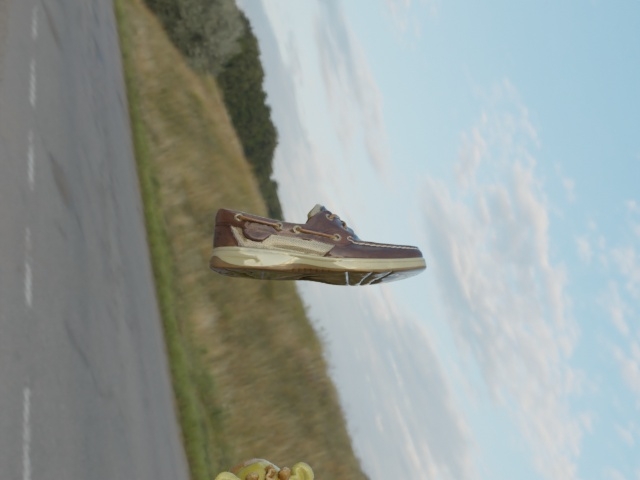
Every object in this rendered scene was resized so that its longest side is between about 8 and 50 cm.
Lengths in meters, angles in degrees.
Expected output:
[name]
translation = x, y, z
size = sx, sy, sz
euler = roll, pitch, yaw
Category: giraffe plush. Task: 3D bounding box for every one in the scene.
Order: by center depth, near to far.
[giraffe plush]
translation = -0.092, 0.380, 1.168
size = 0.210, 0.181, 0.170
euler = 13, -71, 41

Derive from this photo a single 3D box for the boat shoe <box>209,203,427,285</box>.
[boat shoe]
translation = 0.000, 0.000, 1.323
size = 0.123, 0.342, 0.123
euler = 119, -27, -75
